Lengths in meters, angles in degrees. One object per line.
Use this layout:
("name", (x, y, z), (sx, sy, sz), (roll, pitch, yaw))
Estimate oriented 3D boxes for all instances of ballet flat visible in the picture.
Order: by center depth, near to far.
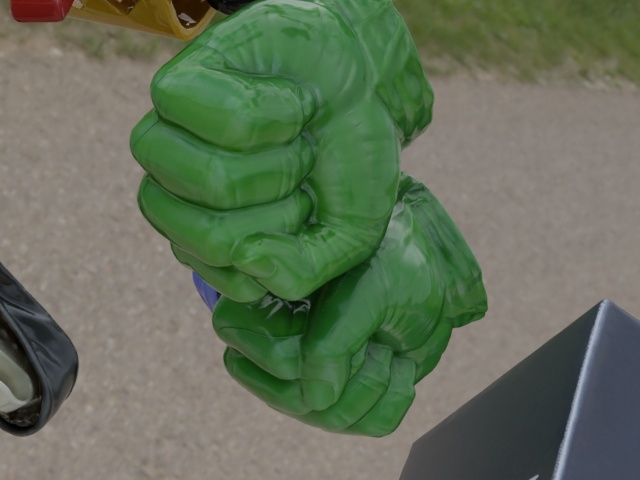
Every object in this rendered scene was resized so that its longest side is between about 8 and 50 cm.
("ballet flat", (-0.260, 0.029, 0.890), (0.280, 0.095, 0.096), (50, 25, -29))

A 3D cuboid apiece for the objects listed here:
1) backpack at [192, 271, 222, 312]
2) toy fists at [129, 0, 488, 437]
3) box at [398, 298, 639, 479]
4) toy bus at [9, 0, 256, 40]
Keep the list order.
("backpack", (-0.047, 0.025, 1.131), (0.098, 0.120, 0.101), (55, -17, -27))
("toy fists", (0.000, 0.000, 0.682), (0.096, 0.142, 0.279), (42, -17, 40))
("box", (0.273, 0.285, 1.065), (0.395, 0.293, 0.212), (33, 49, -9))
("toy bus", (-0.090, -0.173, 0.801), (0.104, 0.191, 0.202), (74, -6, -49))
